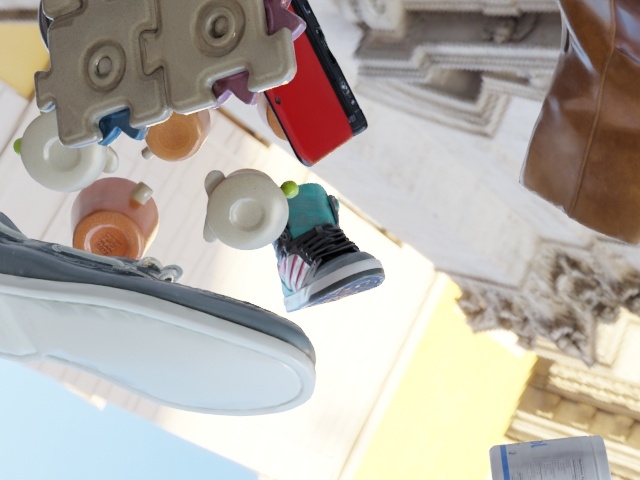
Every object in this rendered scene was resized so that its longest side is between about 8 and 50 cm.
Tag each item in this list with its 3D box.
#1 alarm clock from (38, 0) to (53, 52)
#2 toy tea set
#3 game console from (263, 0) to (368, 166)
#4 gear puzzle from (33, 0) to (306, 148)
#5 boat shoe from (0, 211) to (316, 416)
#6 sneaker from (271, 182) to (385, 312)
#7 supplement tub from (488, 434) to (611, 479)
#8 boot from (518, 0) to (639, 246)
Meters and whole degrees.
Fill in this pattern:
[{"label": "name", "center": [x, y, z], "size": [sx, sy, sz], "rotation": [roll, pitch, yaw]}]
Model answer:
[{"label": "alarm clock", "center": [-0.217, -0.248, 1.086], "size": [0.129, 0.064, 0.192], "rotation": [7, -98, 24]}, {"label": "toy tea set", "center": [-0.141, -0.082, 1.150], "size": [0.336, 0.200, 0.124], "rotation": [-11, -158, -1]}, {"label": "game console", "center": [-0.033, -0.133, 0.860], "size": [0.085, 0.144, 0.124], "rotation": [-30, -169, -20]}, {"label": "gear puzzle", "center": [-0.102, -0.226, 0.637], "size": [0.175, 0.044, 0.339], "rotation": [-14, -101, 26]}, {"label": "boat shoe", "center": [-0.143, 0.038, 0.755], "size": [0.319, 0.116, 0.099], "rotation": [9, -131, 20]}, {"label": "sneaker", "center": [0.000, 0.000, 1.563], "size": [0.295, 0.124, 0.178], "rotation": [153, -77, -68]}, {"label": "supplement tub", "center": [0.214, 0.221, 1.010], "size": [0.107, 0.071, 0.071], "rotation": [-8, -125, 7]}, {"label": "boot", "center": [0.210, -0.165, 0.909], "size": [0.264, 0.280, 0.096], "rotation": [33, -131, 31]}]
